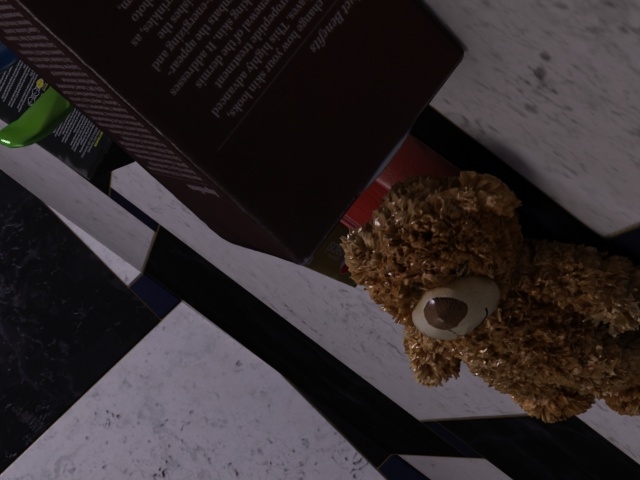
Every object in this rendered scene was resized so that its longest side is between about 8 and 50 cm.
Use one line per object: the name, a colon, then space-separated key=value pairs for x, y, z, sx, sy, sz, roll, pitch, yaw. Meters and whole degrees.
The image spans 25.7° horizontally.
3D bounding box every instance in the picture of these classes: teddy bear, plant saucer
teddy bear: x=0.164 y=0.075 z=1.158 sx=0.245 sy=0.113 sz=0.338 roll=6 pitch=153 yaw=28
plant saucer: x=0.041 y=-0.054 z=1.283 sx=0.258 sy=0.047 sz=0.259 roll=36 pitch=169 yaw=3

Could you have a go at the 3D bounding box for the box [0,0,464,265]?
box: x=-0.106 y=-0.177 z=0.901 sx=0.381 sy=0.191 sz=0.143 roll=43 pitch=166 yaw=-24

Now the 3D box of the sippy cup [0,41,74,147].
sippy cup: x=-0.328 y=-0.221 z=1.183 sx=0.305 sy=0.224 sz=0.240 roll=44 pitch=158 yaw=-4

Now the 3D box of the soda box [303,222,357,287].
soda box: x=0.000 y=0.000 z=1.466 sx=0.061 sy=0.058 sz=0.181 roll=33 pitch=-178 yaw=22

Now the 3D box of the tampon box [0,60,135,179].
tampon box: x=-0.264 y=-0.158 z=1.508 sx=0.161 sy=0.101 sz=0.120 roll=34 pitch=-160 yaw=6
